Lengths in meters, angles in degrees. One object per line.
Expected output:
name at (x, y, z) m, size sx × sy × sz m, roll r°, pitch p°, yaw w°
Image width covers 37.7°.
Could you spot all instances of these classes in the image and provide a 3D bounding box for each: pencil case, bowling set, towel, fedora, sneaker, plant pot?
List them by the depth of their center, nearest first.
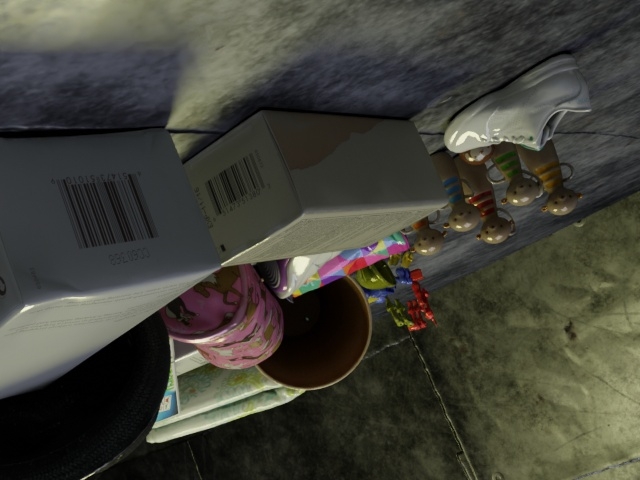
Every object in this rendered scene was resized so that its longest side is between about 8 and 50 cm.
fedora at (-0.325, 0.205, 1.177) m, size 0.334 × 0.334 × 0.152 m, roll -23°, pitch 140°, yaw 1°
sneaker at (0.255, -0.152, 1.229) m, size 0.212 × 0.094 × 0.080 m, roll -32°, pitch 167°, yaw 40°
pencil case at (-0.153, 0.095, 1.379) m, size 0.167 × 0.160 × 0.386 m, roll -10°, pitch 167°, yaw 1°
sneaker at (0.000, 0.000, 1.391) m, size 0.152 × 0.114 × 0.305 m, roll -15°, pitch 167°, yaw -29°
bowling set at (0.240, -0.074, 1.416) m, size 0.287 × 0.154 × 0.200 m, roll -25°, pitch 169°, yaw 11°
pencil case at (0.031, 0.016, 1.587) m, size 0.236 × 0.104 × 0.104 m, roll -24°, pitch 169°, yaw -1°
plant pot at (-0.042, 0.147, 1.806) m, size 0.237 × 0.237 × 0.254 m, roll -21°, pitch -175°, yaw -7°
towel at (-0.184, 0.275, 1.995) m, size 0.375 × 0.090 × 0.320 m, roll -20°, pitch -158°, yaw 11°

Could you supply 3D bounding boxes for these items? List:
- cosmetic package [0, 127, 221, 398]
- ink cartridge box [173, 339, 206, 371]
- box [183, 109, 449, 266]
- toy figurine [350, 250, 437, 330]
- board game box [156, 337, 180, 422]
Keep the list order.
cosmetic package at (-0.303, 0.048, 0.921) m, size 0.385 × 0.156 × 0.217 m, roll -30°, pitch 167°, yaw 40°
ink cartridge box at (-0.284, 0.187, 1.723) m, size 0.273 × 0.114 × 0.197 m, roll -23°, pitch 169°, yaw -2°
box at (0.002, -0.061, 1.086) m, size 0.148 × 0.121 × 0.311 m, roll -30°, pitch 167°, yaw 32°
toy figurine at (0.103, 0.142, 2.132) m, size 0.217 × 0.191 × 0.362 m, roll -21°, pitch 169°, yaw 19°
board game box at (-0.334, 0.210, 1.524) m, size 0.193 × 0.053 × 0.305 m, roll -18°, pitch 138°, yaw -21°
